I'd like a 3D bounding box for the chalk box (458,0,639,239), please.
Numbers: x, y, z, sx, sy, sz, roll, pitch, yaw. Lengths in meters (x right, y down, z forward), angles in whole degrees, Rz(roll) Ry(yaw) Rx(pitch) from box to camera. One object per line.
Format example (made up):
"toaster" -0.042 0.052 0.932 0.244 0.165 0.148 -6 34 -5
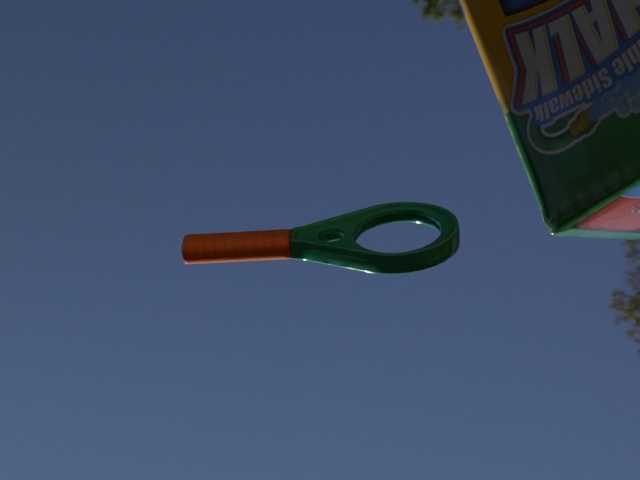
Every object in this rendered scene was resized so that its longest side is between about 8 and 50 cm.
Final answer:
"chalk box" 0.173 -0.107 0.451 0.180 0.179 0.289 3 -118 -41

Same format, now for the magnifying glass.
"magnifying glass" 0.000 0.000 0.994 0.231 0.092 0.026 -5 -61 7
